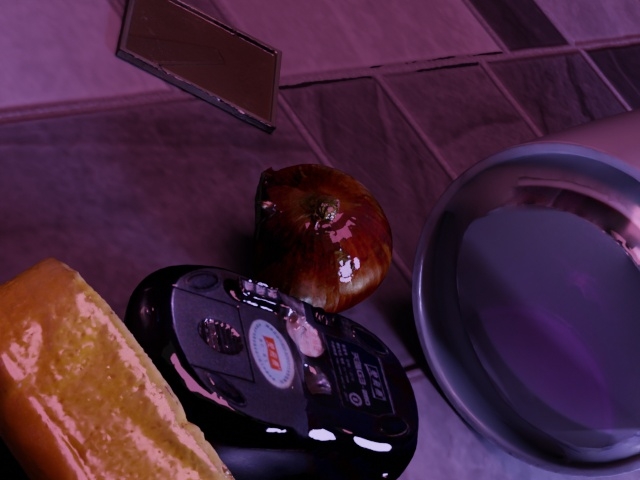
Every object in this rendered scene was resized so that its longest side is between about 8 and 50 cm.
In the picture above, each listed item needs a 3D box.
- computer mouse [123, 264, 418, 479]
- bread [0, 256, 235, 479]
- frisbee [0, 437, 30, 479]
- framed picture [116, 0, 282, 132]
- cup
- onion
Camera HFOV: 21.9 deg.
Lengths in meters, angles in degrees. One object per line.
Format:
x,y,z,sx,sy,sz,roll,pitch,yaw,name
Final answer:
-0.040,0.102,1.097,0.233,0.096,0.137,24,42,-33,computer mouse
-0.124,0.126,0.971,0.094,0.102,0.245,-36,85,-17,bread
-0.267,0.070,0.994,0.187,0.012,0.211,2,51,-42,frisbee
-0.099,-0.157,1.392,0.149,0.011,0.109,26,38,-19,framed picture
0.260,0.020,1.334,0.253,0.253,0.371,50,33,13,cup
0.000,0.000,1.227,0.118,0.118,0.117,19,63,-27,onion
